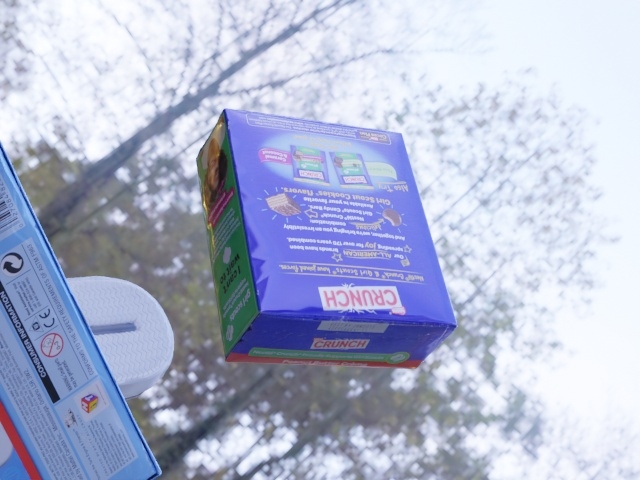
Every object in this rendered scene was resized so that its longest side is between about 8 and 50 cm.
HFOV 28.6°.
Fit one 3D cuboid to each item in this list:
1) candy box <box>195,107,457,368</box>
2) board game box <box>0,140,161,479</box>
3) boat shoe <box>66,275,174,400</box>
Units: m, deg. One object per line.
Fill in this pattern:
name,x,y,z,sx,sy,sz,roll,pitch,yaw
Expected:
candy box,0.000,0.000,1.599,0.122,0.268,0.317,123,-35,-45
board game box,-0.177,0.077,0.444,0.039,0.211,0.160,14,-48,52
boat shoe,-0.250,0.094,0.775,0.119,0.335,0.121,-50,-129,37
